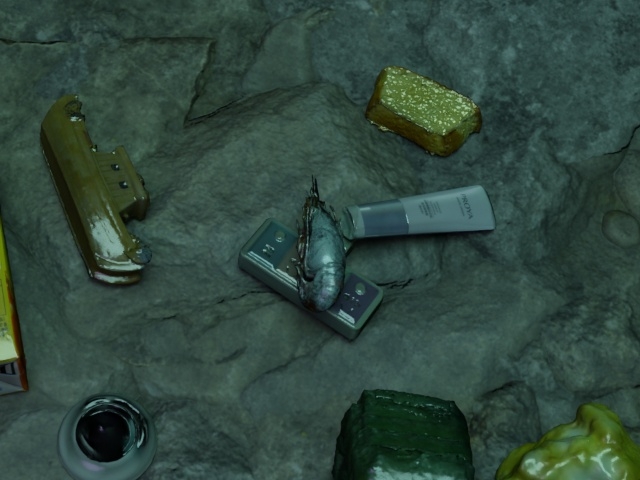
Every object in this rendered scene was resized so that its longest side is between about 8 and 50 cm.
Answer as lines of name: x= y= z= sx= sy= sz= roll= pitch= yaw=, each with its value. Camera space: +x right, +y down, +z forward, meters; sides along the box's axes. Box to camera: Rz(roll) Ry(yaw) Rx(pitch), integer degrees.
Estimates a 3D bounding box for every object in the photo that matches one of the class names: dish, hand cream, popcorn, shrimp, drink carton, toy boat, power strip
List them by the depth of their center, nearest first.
popcorn: x=0.334 y=0.406 z=1.780 sx=0.293 sy=0.292 sz=0.334 roll=32 pitch=74 yaw=12
dish: x=-0.298 y=0.268 z=1.896 sx=0.141 sy=0.078 sz=0.141 roll=3 pitch=65 yaw=-5
drink carton: x=-0.496 y=0.039 z=1.938 sx=0.111 sy=0.154 sz=0.351 roll=-10 pitch=67 yaw=-11
shrimp: x=0.000 y=0.000 z=1.998 sx=0.090 sy=0.079 sz=0.233 roll=25 pitch=48 yaw=-38
toy boat: x=-0.329 y=-0.082 z=2.050 sx=0.121 sy=0.089 sz=0.321 roll=-17 pitch=66 yaw=-19
power strip: x=0.000 y=0.040 z=2.051 sx=0.215 sy=0.061 sz=0.145 roll=34 pitch=60 yaw=9
hand cream: x=0.153 y=-0.038 z=2.086 sx=0.255 sy=0.048 sz=0.079 roll=-8 pitch=70 yaw=-23

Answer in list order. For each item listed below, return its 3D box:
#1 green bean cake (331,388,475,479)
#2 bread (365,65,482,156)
green bean cake: x=0.093 y=0.379 z=1.801 sx=0.169 sy=0.300 sz=0.308 roll=9 pitch=103 yaw=-2
bread: x=0.164 y=-0.206 z=2.176 sx=0.187 sy=0.065 sz=0.103 roll=30 pitch=60 yaw=6
